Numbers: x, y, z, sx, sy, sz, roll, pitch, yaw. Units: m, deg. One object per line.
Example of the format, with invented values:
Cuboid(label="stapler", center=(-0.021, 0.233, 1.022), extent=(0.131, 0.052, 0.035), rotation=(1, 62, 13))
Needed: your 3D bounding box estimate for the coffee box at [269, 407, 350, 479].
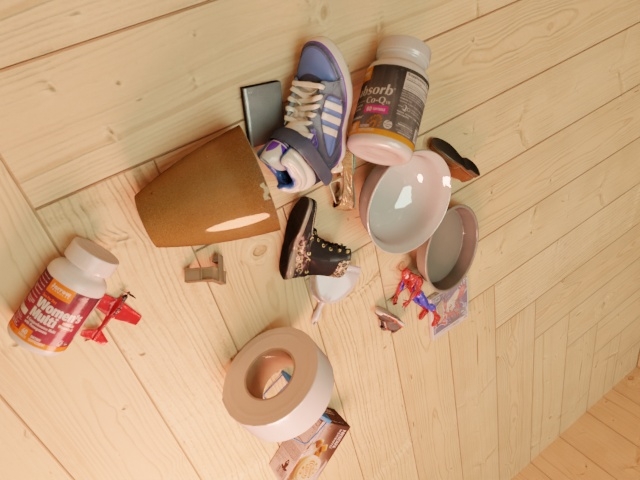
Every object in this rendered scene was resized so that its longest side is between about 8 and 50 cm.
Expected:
Cuboid(label="coffee box", center=(-0.034, 0.668, 1.682), extent=(0.141, 0.098, 0.246), rotation=(30, 94, -41))

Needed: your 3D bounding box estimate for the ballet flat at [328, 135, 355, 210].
Cuboid(label="ballet flat", center=(0.053, -0.168, 1.341), extent=(0.067, 0.073, 0.206), rotation=(-12, 116, -15))

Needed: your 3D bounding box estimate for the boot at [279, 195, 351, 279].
Cuboid(label="boot", center=(-0.001, 0.000, 1.356), extent=(0.179, 0.085, 0.236), rotation=(5, 117, -25))

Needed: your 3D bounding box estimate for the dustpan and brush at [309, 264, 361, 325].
Cuboid(label="dustpan and brush", center=(0.018, 0.156, 1.493), extent=(0.147, 0.060, 0.211), rotation=(14, 97, -26))

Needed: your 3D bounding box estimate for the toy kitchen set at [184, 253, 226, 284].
Cuboid(label="toy kitchen set", center=(-0.277, 0.071, 1.254), extent=(0.083, 0.075, 0.068), rotation=(46, 39, -73))

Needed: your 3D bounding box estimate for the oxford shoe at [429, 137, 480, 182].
Cuboid(label="oxford shoe", center=(0.388, -0.232, 1.550), extent=(0.212, 0.076, 0.076), rotation=(31, 133, -31))

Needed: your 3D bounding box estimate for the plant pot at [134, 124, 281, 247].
Cuboid(label="plant pot", center=(-0.244, -0.086, 1.087), extent=(0.254, 0.237, 0.237), rotation=(-22, 125, -7))

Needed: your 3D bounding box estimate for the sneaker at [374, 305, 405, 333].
Cuboid(label="sneaker", center=(0.218, 0.268, 1.688), extent=(0.065, 0.061, 0.158), rotation=(-50, 131, 5))

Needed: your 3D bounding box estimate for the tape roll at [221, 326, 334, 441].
Cuboid(label="tape roll", center=(-0.112, 0.371, 1.353), extent=(0.286, 0.286, 0.100), rotation=(-42, 131, -11))

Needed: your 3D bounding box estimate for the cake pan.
Cuboid(label="cake pan", center=(0.409, 0.023, 1.668), extent=(0.293, 0.054, 0.293), rotation=(-16, 114, -40))

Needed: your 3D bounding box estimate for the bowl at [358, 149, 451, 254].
Cuboid(label="bowl", center=(0.210, -0.121, 1.431), extent=(0.298, 0.134, 0.297), rotation=(-16, 120, -29))

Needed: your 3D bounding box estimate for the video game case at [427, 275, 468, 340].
Cuboid(label="video game case", center=(0.466, 0.245, 1.876), extent=(0.183, 0.023, 0.201), rotation=(-28, 126, -22))

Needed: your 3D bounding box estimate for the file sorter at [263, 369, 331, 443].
Cuboid(label="file sorter", center=(-0.075, 0.491, 1.519), extent=(0.104, 0.170, 0.118), rotation=(-46, 131, -3))

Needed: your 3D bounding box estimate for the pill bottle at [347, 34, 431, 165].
Cuboid(label="pill bottle", center=(0.171, -0.333, 1.241), extent=(0.162, 0.162, 0.278), rotation=(21, 80, -40))

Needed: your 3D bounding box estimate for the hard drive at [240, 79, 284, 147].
Cuboid(label="hard drive", center=(-0.128, -0.287, 1.176), extent=(0.094, 0.022, 0.135), rotation=(-21, 124, -26))

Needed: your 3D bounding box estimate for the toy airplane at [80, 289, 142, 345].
Cuboid(label="toy airplane", center=(-0.477, 0.173, 1.157), extent=(0.151, 0.028, 0.151), rotation=(-17, 123, -29))

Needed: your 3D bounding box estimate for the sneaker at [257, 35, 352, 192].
Cuboid(label="sneaker", center=(-0.044, -0.261, 1.146), extent=(0.236, 0.130, 0.322), rotation=(-40, 139, -40))

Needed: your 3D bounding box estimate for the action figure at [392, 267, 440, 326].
Cuboid(label="action figure", center=(0.298, 0.206, 1.687), extent=(0.139, 0.091, 0.280), rotation=(-46, 132, -20))

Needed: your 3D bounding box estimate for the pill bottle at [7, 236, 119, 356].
Cuboid(label="pill bottle", center=(-0.511, 0.111, 1.039), extent=(0.121, 0.121, 0.221), rotation=(34, 91, -41))
